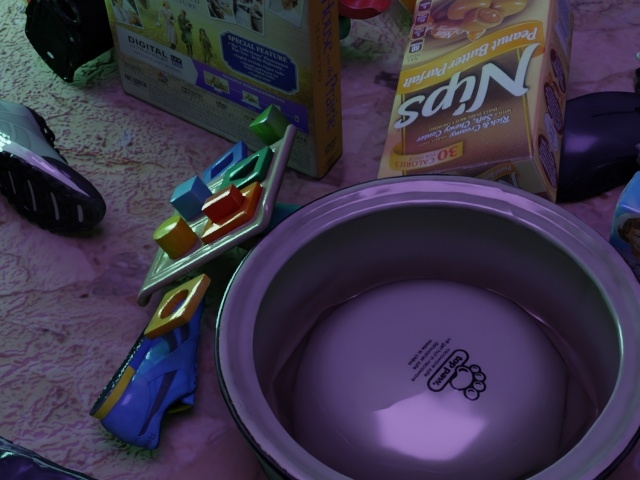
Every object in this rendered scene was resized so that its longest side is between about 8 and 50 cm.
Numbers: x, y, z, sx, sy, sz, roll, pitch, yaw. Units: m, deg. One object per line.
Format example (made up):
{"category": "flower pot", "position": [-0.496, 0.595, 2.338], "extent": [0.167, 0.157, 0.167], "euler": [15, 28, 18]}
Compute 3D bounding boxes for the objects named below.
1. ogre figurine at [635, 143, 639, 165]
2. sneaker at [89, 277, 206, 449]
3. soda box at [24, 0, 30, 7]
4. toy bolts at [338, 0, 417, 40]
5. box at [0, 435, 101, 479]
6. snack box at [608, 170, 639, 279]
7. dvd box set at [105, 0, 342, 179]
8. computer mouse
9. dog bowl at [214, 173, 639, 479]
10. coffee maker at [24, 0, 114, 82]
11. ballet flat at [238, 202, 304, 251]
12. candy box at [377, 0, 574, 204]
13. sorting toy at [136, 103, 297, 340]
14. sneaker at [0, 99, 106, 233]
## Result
{"category": "ogre figurine", "position": [0.416, -0.045, 1.406], "extent": [0.118, 0.097, 0.197], "euler": [-2, 82, -12]}
{"category": "sneaker", "position": [-0.155, 0.127, 1.307], "extent": [0.082, 0.069, 0.209], "euler": [36, 44, -8]}
{"category": "soda box", "position": [-0.311, -0.351, 1.731], "extent": [0.061, 0.058, 0.181], "euler": [33, 58, 28]}
{"category": "toy bolts", "position": [0.037, -0.312, 1.665], "extent": [0.218, 0.158, 0.228], "euler": [43, 40, -14]}
{"category": "box", "position": [-0.087, 0.450, 0.802], "extent": [0.471, 0.297, 0.480], "euler": [17, 64, 18]}
{"category": "snack box", "position": [0.433, 0.067, 1.239], "extent": [0.322, 0.187, 0.060], "euler": [23, 54, 22]}
{"category": "dvd box set", "position": [-0.119, -0.284, 1.422], "extent": [0.307, 0.420, 0.062], "euler": [25, 54, 23]}
{"category": "computer mouse", "position": [0.344, -0.136, 1.500], "extent": [0.272, 0.072, 0.188], "euler": [-21, 52, -15]}
{"category": "dog bowl", "position": [0.107, 0.130, 1.225], "extent": [0.408, 0.150, 0.408], "euler": [-1, 48, 1]}
{"category": "coffee maker", "position": [-0.265, -0.299, 1.615], "extent": [0.178, 0.120, 0.171], "euler": [-40, 19, -28]}
{"category": "ballet flat", "position": [0.000, 0.000, 1.395], "extent": [0.232, 0.073, 0.080], "euler": [-2, 29, 8]}
{"category": "candy box", "position": [0.185, -0.169, 1.481], "extent": [0.183, 0.087, 0.316], "euler": [-9, 46, 26]}
{"category": "sorting toy", "position": [-0.116, -0.035, 1.347], "extent": [0.196, 0.047, 0.348], "euler": [-33, 23, 27]}
{"category": "sneaker", "position": [-0.342, -0.103, 1.489], "extent": [0.271, 0.100, 0.108], "euler": [32, 52, 27]}
